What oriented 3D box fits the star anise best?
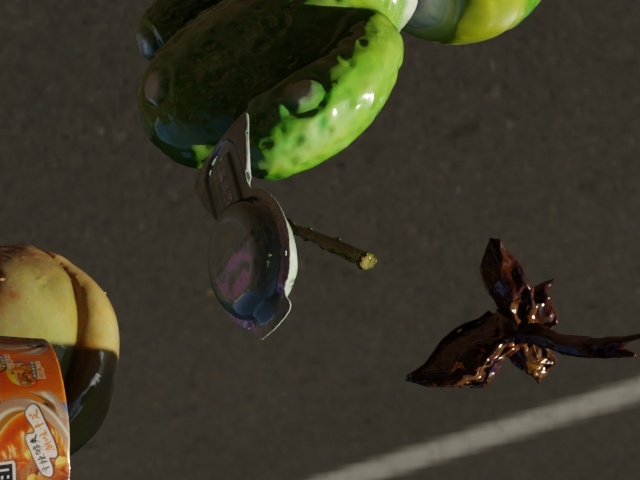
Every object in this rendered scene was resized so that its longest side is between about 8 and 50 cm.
[{"bbox_3d":[0.181,0.092,1.444,0.158,0.144,0.140,11,114,-43],"label":"star anise"}]

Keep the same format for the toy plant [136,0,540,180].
[{"bbox_3d":[0.005,-0.165,1.194,0.316,0.224,0.184,-41,133,-23],"label":"toy plant"}]

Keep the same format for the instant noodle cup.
[{"bbox_3d":[-0.338,0.189,1.562,0.192,0.250,0.250,0,146,-21],"label":"instant noodle cup"}]

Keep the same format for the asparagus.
[{"bbox_3d":[0.000,0.000,2.056,0.024,0.248,0.025,-46,117,-11],"label":"asparagus"}]

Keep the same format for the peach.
[{"bbox_3d":[-0.394,0.145,2.241,0.247,0.292,0.292,-28,141,31],"label":"peach"}]

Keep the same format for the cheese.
[{"bbox_3d":[-0.039,-0.004,0.893,0.026,0.120,0.067,10,136,-34],"label":"cheese"}]
